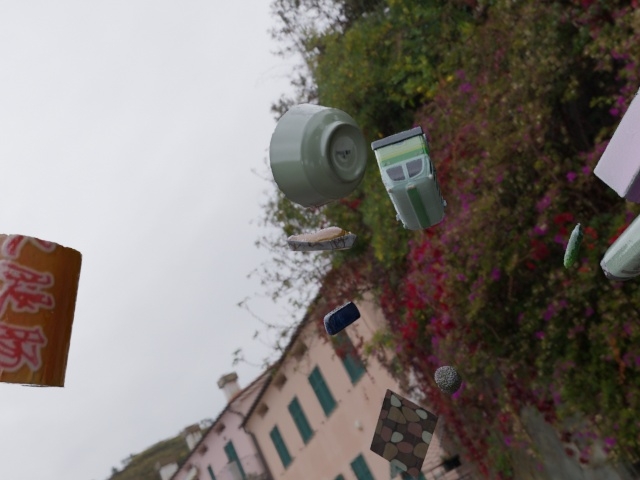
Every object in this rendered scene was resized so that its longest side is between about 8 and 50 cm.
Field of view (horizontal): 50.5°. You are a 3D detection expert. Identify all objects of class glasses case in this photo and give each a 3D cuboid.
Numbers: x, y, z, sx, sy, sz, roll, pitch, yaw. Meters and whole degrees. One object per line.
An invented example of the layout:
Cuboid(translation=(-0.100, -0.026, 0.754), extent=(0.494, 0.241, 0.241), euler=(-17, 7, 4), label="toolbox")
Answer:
Cuboid(translation=(0.033, 0.127, 1.108), extent=(0.023, 0.034, 0.083), euler=(-25, 1, 39), label="glasses case")

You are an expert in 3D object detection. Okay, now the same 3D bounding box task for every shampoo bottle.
Cuboid(translation=(0.603, -0.014, 1.198), extent=(0.134, 0.078, 0.359), euler=(-22, -20, 0), label="shampoo bottle")

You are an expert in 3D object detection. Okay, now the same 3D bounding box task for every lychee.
Cuboid(translation=(0.324, 0.354, 1.724), extent=(0.067, 0.068, 0.083), euler=(20, -18, -16), label="lychee")

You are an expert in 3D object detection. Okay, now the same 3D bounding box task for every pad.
Cuboid(translation=(0.223, 0.524, 1.838), extent=(0.003, 0.158, 0.235), euler=(-32, -39, -51), label="pad")

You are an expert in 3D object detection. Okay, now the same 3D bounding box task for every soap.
Cuboid(translation=(0.725, -0.224, 1.496), extent=(0.081, 0.181, 0.260), euler=(17, -68, -8), label="soap")

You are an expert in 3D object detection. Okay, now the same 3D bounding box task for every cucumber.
Cuboid(translation=(0.722, 0.010, 1.930), extent=(0.037, 0.037, 0.155), euler=(85, -153, -62), label="cucumber")

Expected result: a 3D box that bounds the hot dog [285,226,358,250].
Cuboid(translation=(0.000, 0.000, 1.709), extent=(0.191, 0.059, 0.108), euler=(-6, -6, 32), label="hot dog")

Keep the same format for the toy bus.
Cuboid(translation=(0.229, -0.138, 1.684), extent=(0.133, 0.165, 0.276), euler=(-17, -29, 12), label="toy bus")

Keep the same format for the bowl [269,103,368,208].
Cuboid(translation=(0.015, -0.168, 1.317), extent=(0.211, 0.212, 0.112), euler=(-3, 2, -42), label="bowl")

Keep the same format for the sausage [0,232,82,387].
Cuboid(translation=(-0.608, 0.142, 1.352), extent=(0.232, 0.287, 0.233), euler=(3, -15, 1), label="sausage")
